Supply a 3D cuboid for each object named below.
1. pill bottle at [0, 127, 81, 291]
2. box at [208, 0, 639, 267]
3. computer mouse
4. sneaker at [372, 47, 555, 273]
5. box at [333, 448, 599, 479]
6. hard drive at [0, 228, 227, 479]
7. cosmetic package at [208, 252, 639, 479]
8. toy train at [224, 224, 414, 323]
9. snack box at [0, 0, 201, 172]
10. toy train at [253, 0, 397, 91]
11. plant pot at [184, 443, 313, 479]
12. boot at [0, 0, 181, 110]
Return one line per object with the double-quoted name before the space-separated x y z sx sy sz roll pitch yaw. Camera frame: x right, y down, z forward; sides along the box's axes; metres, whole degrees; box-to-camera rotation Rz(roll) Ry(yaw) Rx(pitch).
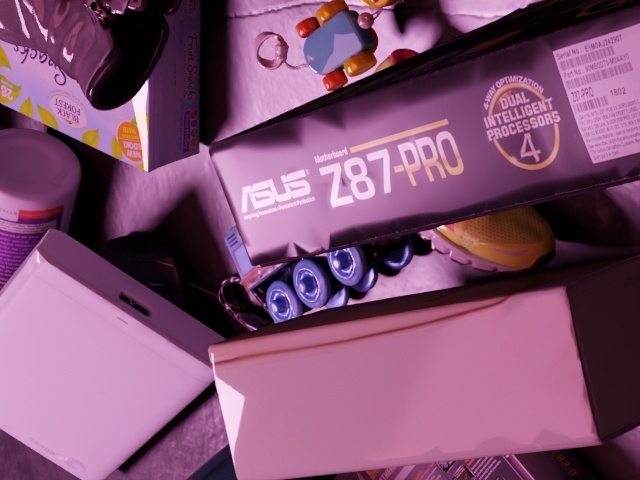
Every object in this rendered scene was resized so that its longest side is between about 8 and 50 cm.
"pill bottle" -0.299 -0.004 1.829 0.108 0.108 0.193 41 135 25
"box" 0.171 -0.102 1.107 0.395 0.318 0.097 -14 99 51
"computer mouse" -0.122 0.049 1.721 0.242 0.041 0.071 17 121 40
"sneaker" 0.099 -0.061 1.393 0.208 0.081 0.094 44 134 22
"box" 0.115 0.211 1.539 0.183 0.056 0.231 50 138 18
"hard drive" -0.234 0.120 1.808 0.203 0.040 0.307 34 141 -10
"cosmetic package" 0.091 0.094 1.365 0.309 0.160 0.113 -13 92 35
"toy train" 0.000 0.000 1.536 0.184 0.080 0.105 -37 76 50
"snack box" -0.197 -0.176 1.657 0.207 0.070 0.174 27 126 37
"toy train" 0.012 -0.199 1.427 0.125 0.046 0.166 26 112 28
"plant pot" -0.053 0.343 1.649 0.255 0.271 0.271 44 137 9
"boot" -0.179 -0.293 1.514 0.222 0.118 0.338 28 116 33
